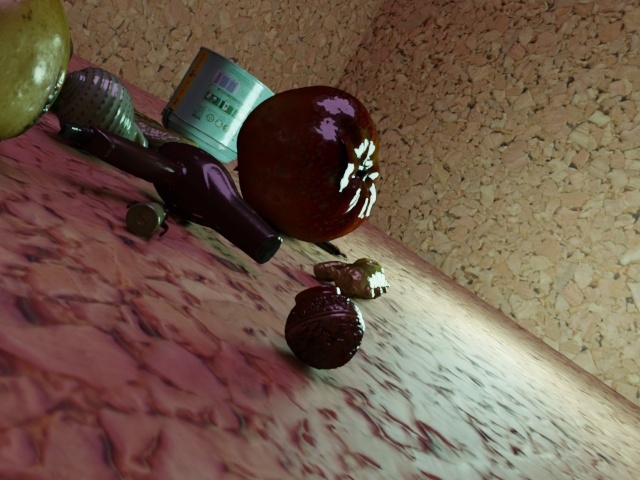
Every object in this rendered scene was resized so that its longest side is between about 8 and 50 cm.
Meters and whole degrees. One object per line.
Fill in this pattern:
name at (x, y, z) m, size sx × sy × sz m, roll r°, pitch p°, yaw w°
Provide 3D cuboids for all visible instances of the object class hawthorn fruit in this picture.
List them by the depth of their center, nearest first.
hawthorn fruit at (-0.047, -0.188, 1.418) m, size 0.403 × 0.402 × 0.403 m, roll 30°, pitch 8°, yaw -5°

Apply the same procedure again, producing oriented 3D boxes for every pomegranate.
pomegranate at (-0.438, -0.233, 0.647) m, size 0.261 × 0.260 × 0.260 m, roll 30°, pitch 8°, yaw -5°

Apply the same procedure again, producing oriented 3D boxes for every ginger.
ginger at (0.088, 0.087, 1.163) m, size 0.206 × 0.081 × 0.115 m, roll 14°, pitch -14°, yaw -39°

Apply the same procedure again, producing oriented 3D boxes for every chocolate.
chocolate at (0.000, 0.000, 1.552) m, size 0.183 × 0.028 × 0.086 m, roll 29°, pitch 6°, yaw -1°

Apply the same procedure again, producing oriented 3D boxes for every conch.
conch at (-0.423, -0.226, 1.038) m, size 0.172 × 0.131 × 0.199 m, roll 10°, pitch -49°, yaw 40°

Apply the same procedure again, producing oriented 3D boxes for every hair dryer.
hair dryer at (-0.248, -0.094, 0.876) m, size 0.313 × 0.123 × 0.340 m, roll 40°, pitch 10°, yaw 32°

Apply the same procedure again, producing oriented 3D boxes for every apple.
apple at (0.109, 0.078, 1.319) m, size 0.084 × 0.071 × 0.084 m, roll 29°, pitch 8°, yaw -5°

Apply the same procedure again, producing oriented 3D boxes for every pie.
pie at (-0.489, -0.319, 1.571) m, size 0.303 × 0.066 × 0.302 m, roll 29°, pitch 7°, yaw -4°

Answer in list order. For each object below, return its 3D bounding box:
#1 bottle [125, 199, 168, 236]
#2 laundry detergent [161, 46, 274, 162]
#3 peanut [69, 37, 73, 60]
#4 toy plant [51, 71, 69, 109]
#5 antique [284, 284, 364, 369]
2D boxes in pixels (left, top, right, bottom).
bottle at (-0.251, -0.034, 0.807) m, size 0.101 × 0.047 × 0.063 m, roll -125°, pitch -165°, yaw -80°
laundry detergent at (-0.351, -0.427, 1.813) m, size 0.287 × 0.305 × 0.287 m, roll 32°, pitch 3°, yaw -2°
peanut at (-0.736, -0.467, 1.251) m, size 0.340 × 0.158 × 0.174 m, roll 25°, pitch 48°, yaw -56°
toy plant at (-0.615, -0.349, 1.243) m, size 0.241 × 0.088 × 0.154 m, roll 18°, pitch -1°, yaw -12°
antique at (0.005, 0.110, 0.674) m, size 0.104 × 0.104 × 0.104 m, roll 30°, pitch 8°, yaw -5°
